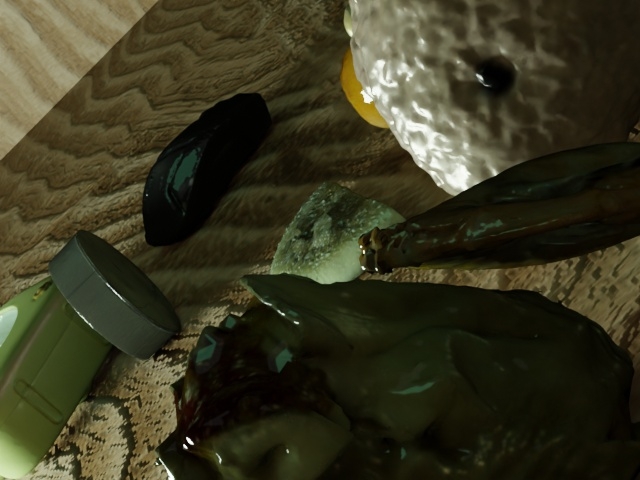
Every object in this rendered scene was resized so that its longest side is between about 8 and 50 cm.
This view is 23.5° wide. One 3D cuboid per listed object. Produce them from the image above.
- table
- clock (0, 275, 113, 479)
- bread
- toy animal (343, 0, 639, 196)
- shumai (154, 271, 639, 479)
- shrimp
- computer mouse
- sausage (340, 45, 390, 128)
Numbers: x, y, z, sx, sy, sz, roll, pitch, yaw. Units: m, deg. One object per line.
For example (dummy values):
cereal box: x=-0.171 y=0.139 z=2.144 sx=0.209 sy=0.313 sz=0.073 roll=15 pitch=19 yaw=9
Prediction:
table: x=-0.194 y=0.051 z=1.450 sx=0.043 sy=0.133 sz=0.133 roll=-45 pitch=18 yaw=7
clock: x=-0.349 y=0.169 z=1.598 sx=0.308 sy=0.096 sz=0.235 roll=-28 pitch=26 yaw=43
bread: x=-0.002 y=0.003 z=1.289 sx=0.112 sy=0.036 sz=0.193 roll=-48 pitch=18 yaw=-4
toy animal: x=0.141 y=-0.196 z=1.007 sx=0.358 sy=0.226 sz=0.188 roll=-63 pitch=-11 yaw=-11
shumai: x=0.016 y=0.102 z=0.773 sx=0.256 sy=0.218 sz=0.189 roll=-49 pitch=24 yaw=0
shrimp: x=0.142 y=-0.022 z=0.783 sx=0.253 sy=0.058 sz=0.173 roll=-13 pitch=0 yaw=-3
computer mouse: x=-0.140 y=-0.087 z=1.722 sx=0.122 sy=0.073 sz=0.217 roll=-21 pitch=29 yaw=53
sausage: x=0.150 y=-0.188 z=1.257 sx=0.328 sy=0.112 sz=0.112 roll=-27 pitch=26 yaw=42
